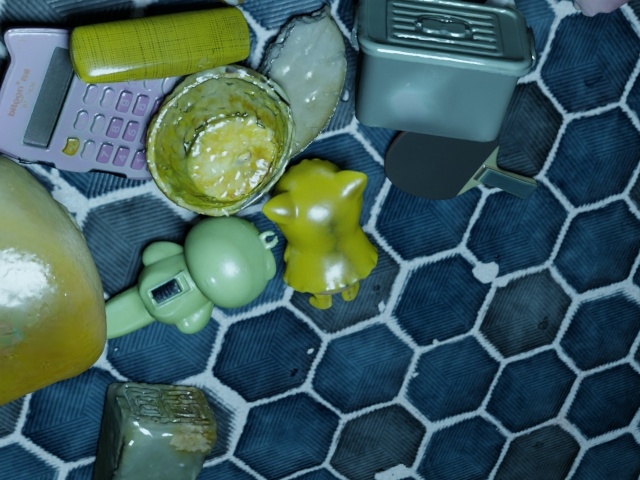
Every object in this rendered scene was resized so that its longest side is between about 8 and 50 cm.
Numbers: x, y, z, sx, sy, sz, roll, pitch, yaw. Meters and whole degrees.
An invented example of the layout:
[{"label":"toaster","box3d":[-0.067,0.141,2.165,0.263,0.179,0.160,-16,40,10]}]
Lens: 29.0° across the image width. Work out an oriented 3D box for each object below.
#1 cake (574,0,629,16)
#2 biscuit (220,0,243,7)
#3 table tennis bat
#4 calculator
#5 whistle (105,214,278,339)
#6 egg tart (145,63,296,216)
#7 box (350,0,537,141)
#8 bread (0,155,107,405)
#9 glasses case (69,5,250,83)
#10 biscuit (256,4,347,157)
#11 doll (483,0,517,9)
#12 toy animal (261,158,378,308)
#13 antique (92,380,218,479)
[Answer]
[{"label":"cake","box3d":[0.387,-0.470,1.574,0.309,0.237,0.230,-30,127,-2]},{"label":"biscuit","box3d":[-0.067,-0.393,1.552,0.205,0.031,0.138,-36,127,-1]},{"label":"table tennis bat","box3d":[0.216,-0.111,1.840,0.274,0.021,0.154,16,127,-33]},{"label":"calculator","box3d":[-0.286,-0.174,1.587,0.294,0.043,0.194,11,114,-32]},{"label":"whistle","box3d":[-0.182,0.055,1.733,0.294,0.141,0.141,-26,132,28]},{"label":"egg tart","box3d":[-0.124,-0.121,1.617,0.212,0.090,0.212,-11,122,-17]},{"label":"box","box3d":[0.153,-0.229,1.645,0.243,0.163,0.135,6,129,-4]},{"label":"bread","box3d":[-0.464,0.080,1.533,0.376,0.253,0.348,-20,122,-14]},{"label":"glasses case","box3d":[-0.196,-0.240,1.533,0.234,0.064,0.079,-13,99,-27]},{"label":"biscuit","box3d":[-0.047,-0.181,1.684,0.141,0.038,0.290,27,106,-34]},{"label":"doll","box3d":[0.225,-0.260,1.747,0.114,0.057,0.227,13,122,-24]},{"label":"toy animal","box3d":[0.005,-0.002,1.757,0.156,0.156,0.230,-23,129,-9]},{"label":"antique","box3d":[-0.272,0.358,1.864,0.150,0.125,0.284,10,115,-27]}]
